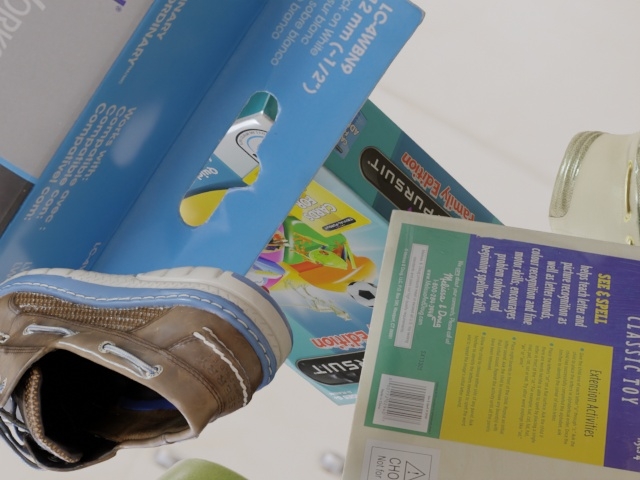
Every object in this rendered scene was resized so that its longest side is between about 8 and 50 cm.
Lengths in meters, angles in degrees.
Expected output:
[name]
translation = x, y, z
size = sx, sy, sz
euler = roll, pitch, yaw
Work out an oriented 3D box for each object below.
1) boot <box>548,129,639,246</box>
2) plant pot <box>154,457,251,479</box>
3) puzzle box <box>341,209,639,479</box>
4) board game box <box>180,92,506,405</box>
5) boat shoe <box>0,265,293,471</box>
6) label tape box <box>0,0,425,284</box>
[boot]
translation = 0.297, 0.020, 1.714
size = 0.203, 0.095, 0.262
euler = 179, 86, -66
[plant pot]
translation = -0.160, 0.383, 1.582
size = 0.353, 0.366, 0.366
euler = -42, -9, -28
[puzzle box]
translation = 0.142, 0.163, 0.964
size = 0.052, 0.272, 0.409
euler = 94, -173, -48
[board game box]
translation = 0.000, 0.000, 1.424
size = 0.254, 0.336, 0.079
euler = -14, 45, 47
[boat shoe]
translation = -0.097, 0.051, 0.712
size = 0.183, 0.066, 0.066
euler = -14, 27, 44
[label tape box]
translation = -0.159, -0.103, 0.892
size = 0.249, 0.348, 0.115
euler = -55, 5, 14
